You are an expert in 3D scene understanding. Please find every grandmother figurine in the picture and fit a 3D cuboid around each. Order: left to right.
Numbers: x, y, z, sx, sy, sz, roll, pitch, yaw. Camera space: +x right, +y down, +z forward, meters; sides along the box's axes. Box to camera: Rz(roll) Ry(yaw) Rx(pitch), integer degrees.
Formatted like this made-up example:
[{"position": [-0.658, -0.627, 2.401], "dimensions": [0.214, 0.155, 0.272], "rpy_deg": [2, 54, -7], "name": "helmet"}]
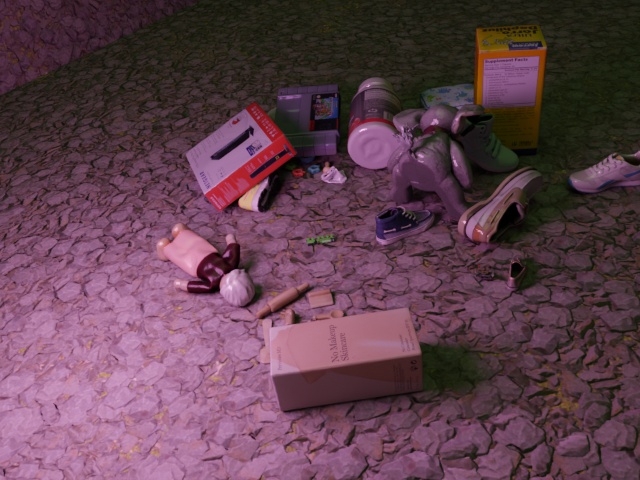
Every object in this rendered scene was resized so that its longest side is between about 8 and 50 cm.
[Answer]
[{"position": [-0.293, 0.066, 1.701], "dimensions": [0.342, 0.104, 0.208], "rpy_deg": [33, 81, 38], "name": "grandmother figurine"}]

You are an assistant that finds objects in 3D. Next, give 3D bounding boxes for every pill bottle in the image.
[{"position": [0.182, -0.399, 2.105], "dimensions": [0.176, 0.176, 0.319], "rpy_deg": [-2, 45, 8], "name": "pill bottle"}]

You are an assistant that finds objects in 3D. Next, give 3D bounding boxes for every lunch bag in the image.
[{"position": [0.464, -0.475, 2.250], "dimensions": [0.218, 0.090, 0.176], "rpy_deg": [-9, 36, -1], "name": "lunch bag"}]

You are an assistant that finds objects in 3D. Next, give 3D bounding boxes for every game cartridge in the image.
[{"position": [-0.045, -0.419, 2.191], "dimensions": [0.230, 0.068, 0.355], "rpy_deg": [-6, 46, 9], "name": "game cartridge"}]

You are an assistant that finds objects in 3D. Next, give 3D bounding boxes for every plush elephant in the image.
[{"position": [0.328, -0.263, 1.793], "dimensions": [0.271, 0.330, 0.255], "rpy_deg": [15, 57, 38], "name": "plush elephant"}]

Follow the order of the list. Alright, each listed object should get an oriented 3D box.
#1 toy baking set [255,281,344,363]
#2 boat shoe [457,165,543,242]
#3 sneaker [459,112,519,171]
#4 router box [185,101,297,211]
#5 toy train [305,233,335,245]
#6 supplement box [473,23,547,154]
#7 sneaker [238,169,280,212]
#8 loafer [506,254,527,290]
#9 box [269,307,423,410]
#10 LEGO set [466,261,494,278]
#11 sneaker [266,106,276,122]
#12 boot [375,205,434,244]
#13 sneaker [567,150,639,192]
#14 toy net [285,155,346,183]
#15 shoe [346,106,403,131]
[{"position": [-0.062, 0.191, 1.539], "dimensions": [0.256, 0.030, 0.197], "rpy_deg": [-27, 41, -22], "name": "toy baking set"}, {"position": [0.514, -0.088, 1.733], "dimensions": [0.302, 0.113, 0.103], "rpy_deg": [-38, 46, -18], "name": "boat shoe"}, {"position": [0.507, -0.299, 1.906], "dimensions": [0.255, 0.151, 0.094], "rpy_deg": [22, 60, -8], "name": "sneaker"}, {"position": [-0.262, -0.277, 2.037], "dimensions": [0.301, 0.082, 0.335], "rpy_deg": [-37, 36, 0], "name": "router box"}, {"position": [0.000, 0.000, 1.787], "dimensions": [0.083, 0.017, 0.024], "rpy_deg": [-8, 47, 1], "name": "toy train"}, {"position": [0.583, -0.465, 1.996], "dimensions": [0.194, 0.357, 0.195], "rpy_deg": [0, 38, 10], "name": "supplement box"}, {"position": [-0.192, -0.166, 1.989], "dimensions": [0.094, 0.081, 0.208], "rpy_deg": [0, 36, 23], "name": "sneaker"}, {"position": [0.488, 0.072, 1.578], "dimensions": [0.045, 0.039, 0.125], "rpy_deg": [9, 41, 22], "name": "loafer"}, {"position": [0.052, 0.253, 1.362], "dimensions": [0.311, 0.121, 0.148], "rpy_deg": [-9, 38, -1], "name": "box"}, {"position": [0.406, 0.081, 1.604], "dimensions": [0.054, 0.023, 0.083], "rpy_deg": [-14, 24, -11], "name": "LEGO set"}, {"position": [-0.108, -0.421, 2.303], "dimensions": [0.235, 0.090, 0.095], "rpy_deg": [11, 51, 26], "name": "sneaker"}, {"position": [0.236, -0.060, 1.760], "dimensions": [0.190, 0.086, 0.069], "rpy_deg": [-26, 41, -21], "name": "boot"}, {"position": [0.822, -0.200, 1.823], "dimensions": [0.228, 0.092, 0.087], "rpy_deg": [-11, 39, -1], "name": "sneaker"}, {"position": [-0.013, -0.238, 2.074], "dimensions": [0.122, 0.045, 0.232], "rpy_deg": [-31, 43, -28], "name": "toy net"}, {"position": [0.196, -0.419, 2.267], "dimensions": [0.219, 0.058, 0.077], "rpy_deg": [-21, 62, -10], "name": "shoe"}]
